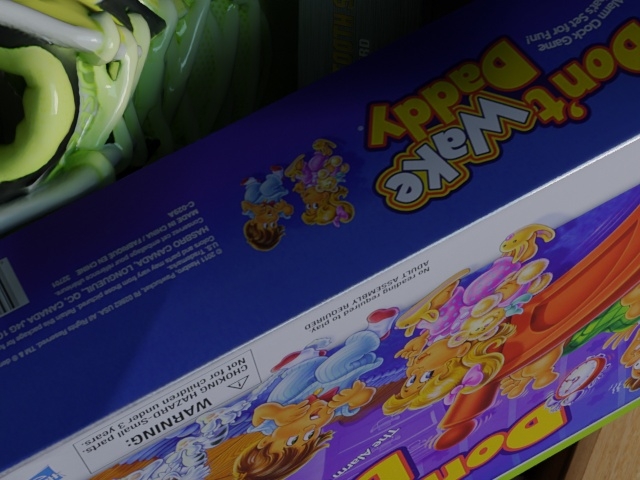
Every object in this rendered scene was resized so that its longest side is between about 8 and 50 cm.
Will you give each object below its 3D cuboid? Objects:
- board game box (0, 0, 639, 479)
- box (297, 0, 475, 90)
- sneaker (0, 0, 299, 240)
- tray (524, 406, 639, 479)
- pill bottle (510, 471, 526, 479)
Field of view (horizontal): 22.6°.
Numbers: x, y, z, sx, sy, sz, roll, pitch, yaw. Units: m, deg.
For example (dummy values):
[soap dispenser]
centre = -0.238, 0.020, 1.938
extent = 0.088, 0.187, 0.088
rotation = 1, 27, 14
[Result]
[board game box]
centre = 0.046, 0.022, 0.612
extent = 0.347, 0.078, 0.233
rotation = -28, 151, -9
[box]
centre = 0.065, -0.140, 0.690
extent = 0.231, 0.056, 0.183
rotation = -45, 142, -50
[sneaker]
centre = -0.100, -0.049, 0.590
extent = 0.384, 0.147, 0.145
rotation = -18, 116, -43
[tray]
centre = 0.210, -0.036, 0.892
extent = 0.203, 0.076, 0.411
rotation = -66, 175, -89
[pill bottle]
centre = 0.077, 0.084, 0.867
extent = 0.094, 0.094, 0.169
rotation = 19, 92, -48
